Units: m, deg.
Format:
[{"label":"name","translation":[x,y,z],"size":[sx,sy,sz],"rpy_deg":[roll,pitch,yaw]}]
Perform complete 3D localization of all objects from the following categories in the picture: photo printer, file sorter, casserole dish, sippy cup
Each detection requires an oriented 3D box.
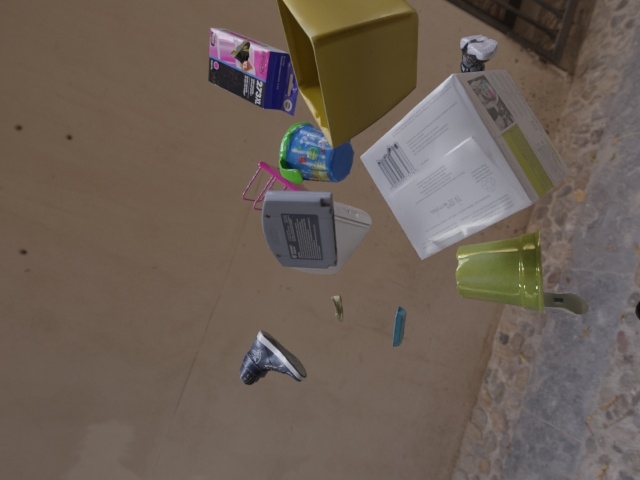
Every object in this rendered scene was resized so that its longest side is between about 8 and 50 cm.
[{"label":"photo printer","translation":[0.000,0.000,1.425],"size":[0.307,0.256,0.107],"rpy_deg":[-56,30,37]},{"label":"file sorter","translation":[-0.144,-0.158,1.654],"size":[0.182,0.291,0.202],"rpy_deg":[-56,-14,11]},{"label":"casserole dish","translation":[0.345,0.377,1.744],"size":[0.114,0.037,0.188],"rpy_deg":[-32,-52,-66]},{"label":"sippy cup","translation":[-0.002,-0.325,1.553],"size":[0.224,0.240,0.305],"rpy_deg":[20,81,33]}]

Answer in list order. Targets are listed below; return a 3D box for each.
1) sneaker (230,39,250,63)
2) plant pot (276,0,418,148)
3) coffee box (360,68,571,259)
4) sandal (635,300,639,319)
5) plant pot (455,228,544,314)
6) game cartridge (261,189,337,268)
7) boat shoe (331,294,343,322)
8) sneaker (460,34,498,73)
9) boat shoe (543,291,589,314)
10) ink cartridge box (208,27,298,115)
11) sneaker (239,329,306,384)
[{"label":"sneaker","translation":[-0.174,-0.421,0.900],"size":[0.031,0.035,0.083],"rpy_deg":[-24,31,34]},{"label":"plant pot","translation":[0.057,-0.332,0.712],"size":[0.212,0.187,0.212],"rpy_deg":[74,173,-55]},{"label":"coffee box","translation":[0.387,-0.207,1.085],"size":[0.334,0.338,0.338],"rpy_deg":[-26,-6,-42]},{"label":"sandal","translation":[1.000,0.179,1.196],"size":[0.179,0.067,0.040],"rpy_deg":[-47,-32,-23]},{"label":"plant pot","translation":[0.594,0.104,1.334],"size":[0.254,0.276,0.276],"rpy_deg":[-3,59,27]},{"label":"game cartridge","translation":[-0.057,-0.025,1.113],"size":[0.297,0.198,0.062],"rpy_deg":[84,-164,-52]},{"label":"boat shoe","translation":[0.084,0.333,1.945],"size":[0.056,0.048,0.153],"rpy_deg":[-90,-7,-58]},{"label":"sneaker","translation":[0.597,-0.677,1.517],"size":[0.268,0.101,0.153],"rpy_deg":[-85,-14,-54]},{"label":"boat shoe","translation":[0.899,0.237,1.524],"size":[0.081,0.228,0.079],"rpy_deg":[127,151,-72]},{"label":"ink cartridge box","translation":[-0.221,-0.545,1.289],"size":[0.069,0.371,0.175],"rpy_deg":[-29,-38,-46]},{"label":"sneaker","translation":[-0.160,0.422,1.293],"size":[0.226,0.086,0.163],"rpy_deg":[33,86,34]}]
